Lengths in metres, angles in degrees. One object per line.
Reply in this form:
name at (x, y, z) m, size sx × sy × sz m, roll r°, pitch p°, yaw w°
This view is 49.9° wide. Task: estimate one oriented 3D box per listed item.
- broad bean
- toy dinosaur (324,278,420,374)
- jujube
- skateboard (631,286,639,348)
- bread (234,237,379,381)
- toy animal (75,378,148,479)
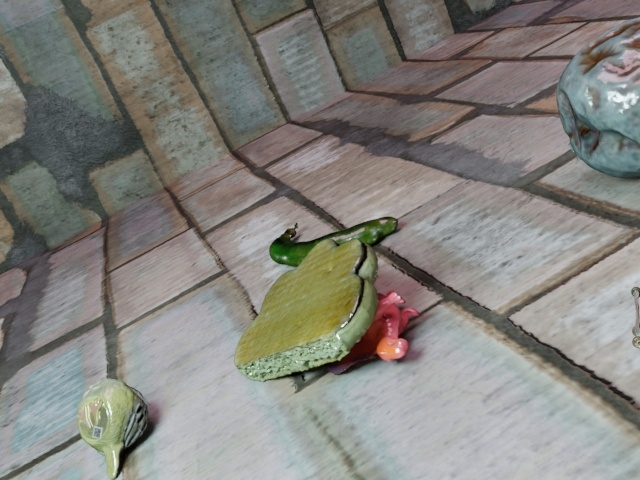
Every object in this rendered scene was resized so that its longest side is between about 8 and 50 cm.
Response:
broad bean at (0.000, 0.000, 1.268) m, size 0.291 × 0.049 × 0.144 m, roll -4°, pitch 29°, yaw 46°
toy dinosaur at (0.049, 0.114, 0.955) m, size 0.139 × 0.070 × 0.286 m, roll -49°, pitch 20°, yaw 1°
jujube at (0.507, -0.220, 0.973) m, size 0.307 × 0.216 × 0.246 m, roll -21°, pitch 20°, yaw 6°
skateboard at (0.351, 0.075, 0.677) m, size 0.083 × 0.064 × 0.032 m, roll -2°, pitch 21°, yaw 25°
bread at (-0.008, 0.087, 0.945) m, size 0.286 × 0.056 × 0.207 m, roll -22°, pitch 35°, yaw 50°
toy animal at (-0.279, 0.258, 0.954) m, size 0.098 × 0.137 × 0.098 m, roll -20°, pitch -21°, yaw -8°
